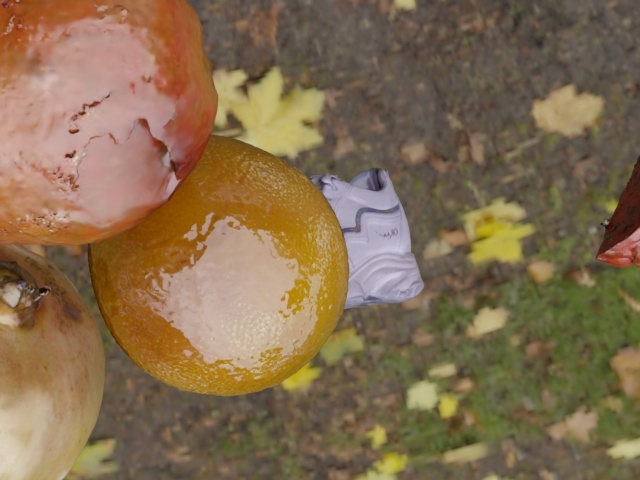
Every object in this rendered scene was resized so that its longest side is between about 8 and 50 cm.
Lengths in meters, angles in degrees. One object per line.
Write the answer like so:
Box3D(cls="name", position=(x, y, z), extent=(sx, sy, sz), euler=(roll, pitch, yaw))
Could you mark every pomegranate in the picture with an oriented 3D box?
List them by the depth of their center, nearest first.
Box3D(cls="pomegranate", position=(-0.376, 0.120, 1.432), extent=(0.338, 0.338, 0.338), euler=(-8, 140, -7))

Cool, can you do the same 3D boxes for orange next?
Box3D(cls="orange", position=(-0.079, 0.018, 1.067), extent=(0.206, 0.206, 0.206), euler=(-8, 140, -7))

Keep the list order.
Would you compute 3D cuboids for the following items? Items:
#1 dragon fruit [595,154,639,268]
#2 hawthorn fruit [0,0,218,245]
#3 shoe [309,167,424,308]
Box3D(cls="dragon fruit", position=(0.319, -0.036, 1.229), extent=(0.083, 0.162, 0.106), euler=(41, 147, -8))
Box3D(cls="hawthorn fruit", position=(-0.216, -0.094, 0.901), extent=(0.299, 0.211, 0.211), euler=(-6, 140, -4))
Box3D(cls="shoe", position=(0.000, 0.000, 1.312), extent=(0.095, 0.137, 0.245), euler=(-15, 173, 42))
